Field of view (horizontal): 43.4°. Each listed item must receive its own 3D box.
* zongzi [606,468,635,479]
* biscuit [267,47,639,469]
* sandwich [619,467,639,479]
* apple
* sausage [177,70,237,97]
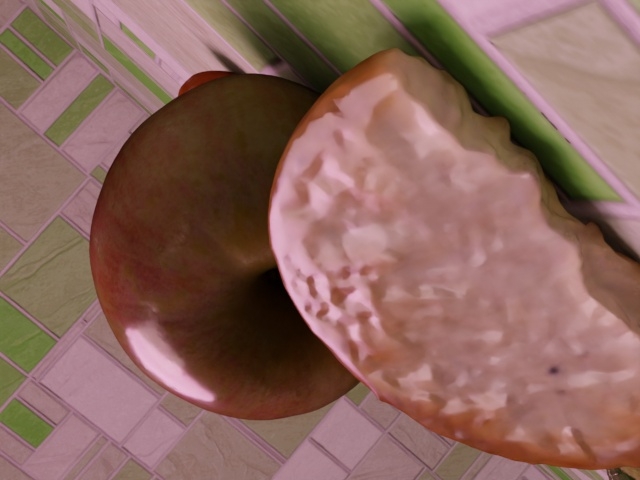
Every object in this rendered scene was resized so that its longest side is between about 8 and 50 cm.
[{"bbox_3d":[0.440,0.358,1.164,0.119,0.055,0.109,53,179,9],"label":"zongzi"},{"bbox_3d":[0.086,0.039,0.481,0.309,0.040,0.204,44,135,-15],"label":"biscuit"},{"bbox_3d":[0.213,0.112,0.706,0.212,0.063,0.245,48,172,-29],"label":"sandwich"},{"bbox_3d":[-0.053,0.000,0.634,0.257,0.257,0.234,44,179,-30],"label":"apple"},{"bbox_3d":[-0.068,-0.109,0.833,0.179,0.089,0.089,39,176,-6],"label":"sausage"}]
